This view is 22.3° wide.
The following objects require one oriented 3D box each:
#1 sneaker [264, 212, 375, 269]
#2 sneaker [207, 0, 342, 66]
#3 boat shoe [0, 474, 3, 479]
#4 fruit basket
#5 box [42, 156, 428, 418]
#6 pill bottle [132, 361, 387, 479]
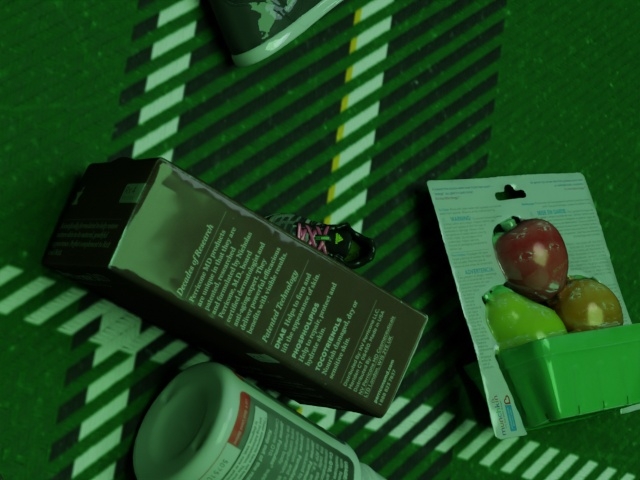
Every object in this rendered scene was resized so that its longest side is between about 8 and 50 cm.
[{"bbox_3d":[0.000,0.000,1.996,0.170,0.075,0.063,16,72,-38],"label":"sneaker"},{"bbox_3d":[-0.035,-0.353,2.011,0.296,0.105,0.147,-45,116,-32],"label":"sneaker"},{"bbox_3d":[-0.368,0.373,1.576,0.123,0.120,0.323,7,86,-18],"label":"boat shoe"},{"bbox_3d":[0.295,0.082,2.212,0.327,0.165,0.353,-6,70,-42],"label":"fruit basket"},{"bbox_3d":[-0.091,0.055,1.799,0.381,0.191,0.143,32,75,-26],"label":"box"},{"bbox_3d":[-0.057,0.269,1.839,0.283,0.161,0.161,36,60,-30],"label":"pill bottle"}]
